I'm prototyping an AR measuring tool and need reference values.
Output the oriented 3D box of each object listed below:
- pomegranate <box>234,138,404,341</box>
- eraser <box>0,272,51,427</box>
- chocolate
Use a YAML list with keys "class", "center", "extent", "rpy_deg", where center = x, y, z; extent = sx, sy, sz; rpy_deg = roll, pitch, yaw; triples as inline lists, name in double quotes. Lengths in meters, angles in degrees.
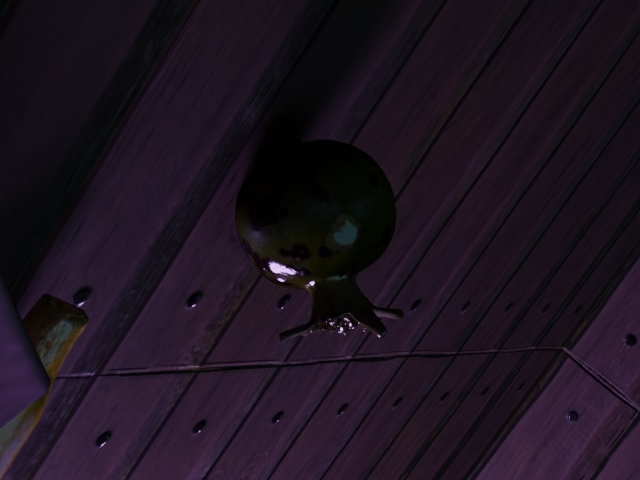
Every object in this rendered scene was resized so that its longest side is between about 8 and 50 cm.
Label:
- class: "pomegranate"
  center: [0.000, -0.002, 1.176]
  extent: [0.148, 0.148, 0.169]
  rpy_deg: [-22, 105, -47]
- class: "eraser"
  center: [-0.319, 0.054, 0.768]
  extent: [0.272, 0.122, 0.359]
  rpy_deg: [-43, 156, -19]
- class: "chocolate"
  center: [-0.257, 0.136, 1.052]
  extent: [0.219, 0.085, 0.085]
  rpy_deg: [-55, 156, 1]
